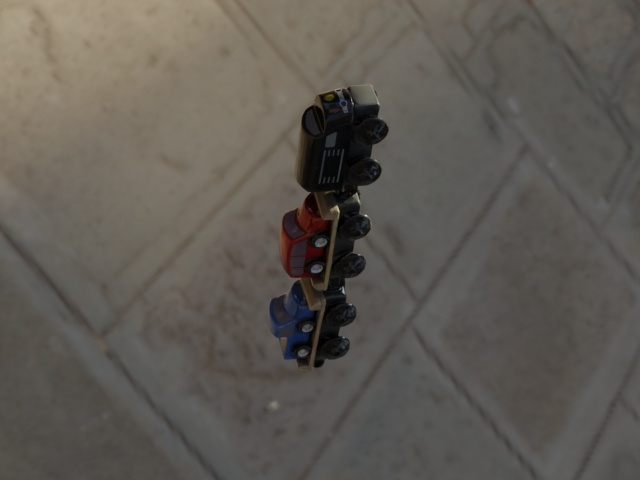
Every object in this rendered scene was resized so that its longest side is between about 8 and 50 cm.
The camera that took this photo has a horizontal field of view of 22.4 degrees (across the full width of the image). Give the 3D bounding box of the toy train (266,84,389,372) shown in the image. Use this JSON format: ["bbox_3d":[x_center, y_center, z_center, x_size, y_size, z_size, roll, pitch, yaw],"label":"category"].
[{"bbox_3d":[0.000,0.000,0.672,0.036,0.158,0.027,-6,46,-14],"label":"toy train"}]
